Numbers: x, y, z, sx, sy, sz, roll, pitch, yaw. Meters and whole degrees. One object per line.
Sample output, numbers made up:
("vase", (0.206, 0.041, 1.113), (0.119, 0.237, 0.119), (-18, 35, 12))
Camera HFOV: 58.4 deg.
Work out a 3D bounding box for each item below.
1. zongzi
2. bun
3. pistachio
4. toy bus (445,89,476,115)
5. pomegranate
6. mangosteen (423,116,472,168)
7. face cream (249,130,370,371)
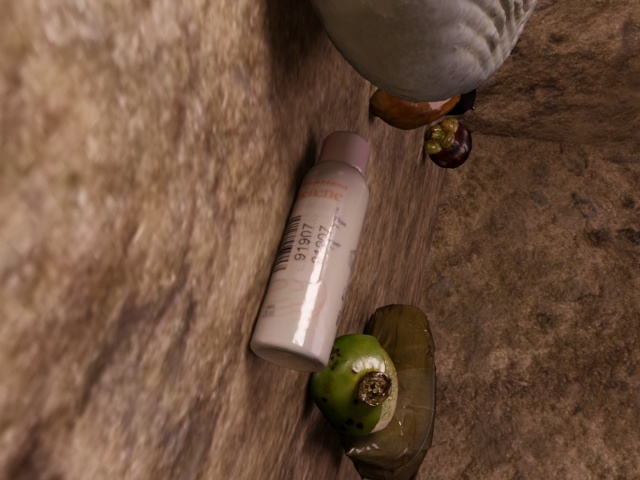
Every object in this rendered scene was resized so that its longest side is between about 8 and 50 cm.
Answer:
("zongzi", (0.123, 0.254, 1.074), (0.393, 0.174, 0.355), (60, 36, -58))
("bun", (0.102, -0.306, 0.516), (0.362, 0.211, 0.361), (-48, 148, -44))
("pistachio", (0.167, -0.226, 0.960), (0.049, 0.173, 0.089), (-116, -159, -46))
("toy bus", (0.199, -0.425, 0.986), (0.162, 0.171, 0.386), (-85, 177, -57))
("pomegranate", (0.045, 0.203, 0.806), (0.169, 0.123, 0.143), (30, 65, -75))
("mangosteen", (0.422, -0.330, 1.916), (0.180, 0.166, 0.166), (18, 80, -51))
("face cream", (0.000, 0.000, 0.611), (0.082, 0.082, 0.268), (72, 29, -60))
